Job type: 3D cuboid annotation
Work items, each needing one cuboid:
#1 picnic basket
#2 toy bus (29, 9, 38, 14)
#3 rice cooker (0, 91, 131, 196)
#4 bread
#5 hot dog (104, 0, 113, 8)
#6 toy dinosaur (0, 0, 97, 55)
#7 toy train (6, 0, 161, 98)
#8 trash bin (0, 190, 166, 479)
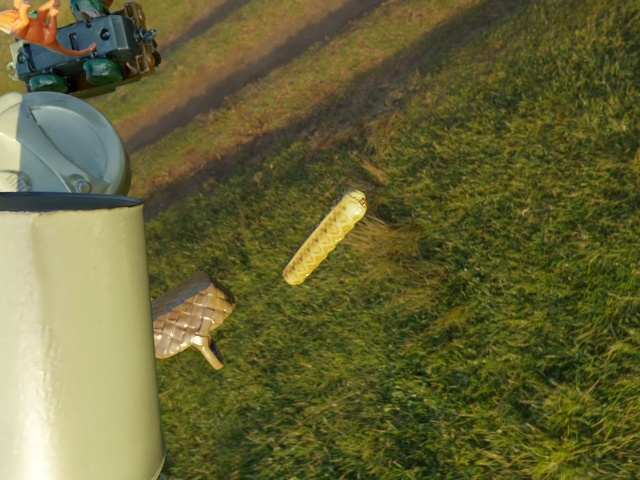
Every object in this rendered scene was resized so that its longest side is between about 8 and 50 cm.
[{"bbox_3d":[-0.429,0.311,1.514,0.337,0.337,0.293,-54,24,-5],"label":"picnic basket"},{"bbox_3d":[-0.736,-0.563,1.152,0.031,0.083,0.037,-29,12,-1],"label":"toy bus"},{"bbox_3d":[-0.567,-0.167,0.953,0.288,0.288,0.277,-63,16,-11],"label":"rice cooker"},{"bbox_3d":[0.000,-0.001,1.117,0.084,0.077,0.367,54,131,15],"label":"bread"},{"bbox_3d":[-0.609,-0.684,1.208,0.038,0.062,0.144,9,74,52],"label":"hot dog"},{"bbox_3d":[-0.493,-0.381,0.771,0.101,0.279,0.055,-42,86,24],"label":"toy dinosaur"},{"bbox_3d":[-0.580,-0.462,1.103,0.429,0.249,0.178,-8,96,12],"label":"toy train"},{"bbox_3d":[-0.350,0.160,0.557,0.280,0.280,0.432,9,102,33],"label":"trash bin"}]
